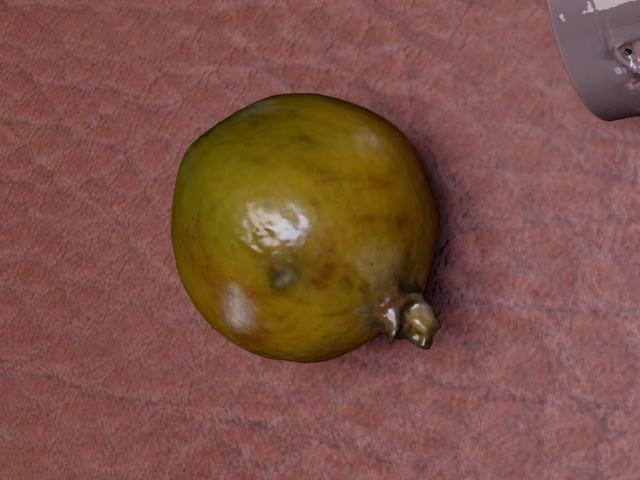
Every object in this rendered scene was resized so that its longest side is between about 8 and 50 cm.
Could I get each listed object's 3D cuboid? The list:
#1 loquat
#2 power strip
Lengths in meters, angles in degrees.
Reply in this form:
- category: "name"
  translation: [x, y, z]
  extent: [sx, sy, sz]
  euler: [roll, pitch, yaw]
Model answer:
- category: "loquat"
  translation: [0.000, 0.000, 0.893]
  extent: [0.246, 0.213, 0.213]
  euler: [40, 108, 30]
- category: "power strip"
  translation: [0.212, -0.158, 0.779]
  extent: [0.078, 0.154, 0.154]
  euler: [-11, 80, 32]
